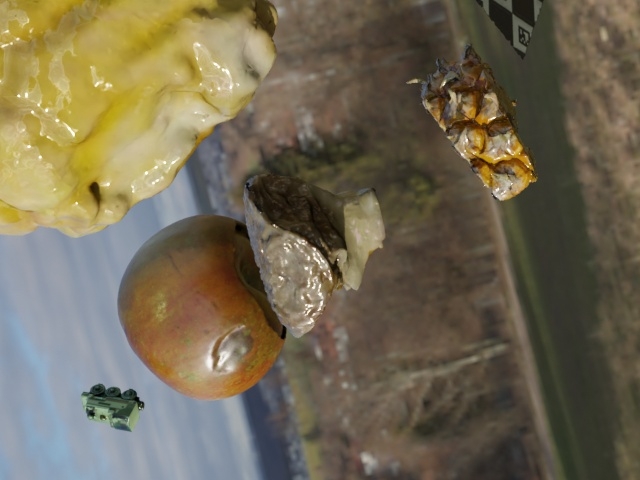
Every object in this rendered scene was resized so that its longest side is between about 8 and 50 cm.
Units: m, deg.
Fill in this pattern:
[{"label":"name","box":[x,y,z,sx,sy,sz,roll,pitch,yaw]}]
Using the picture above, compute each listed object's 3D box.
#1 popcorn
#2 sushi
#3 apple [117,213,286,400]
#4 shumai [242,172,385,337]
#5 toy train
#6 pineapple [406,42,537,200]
[{"label":"popcorn","box":[-0.217,-0.200,1.088,0.354,0.344,0.390,-21,-86,-54]},{"label":"sushi","box":[0.235,-0.448,2.060,0.294,0.059,0.292,49,-136,-25]},{"label":"apple","box":[-0.146,0.082,1.779,0.237,0.207,0.237,38,-156,-21]},{"label":"shumai","box":[-0.001,-0.002,1.191,0.145,0.116,0.145,165,90,-84]},{"label":"toy train","box":[-0.266,0.211,1.736,0.053,0.083,0.033,-66,-22,-49]},{"label":"pineapple","box":[0.155,-0.137,1.402,0.135,0.079,0.233,48,-168,-17]}]
